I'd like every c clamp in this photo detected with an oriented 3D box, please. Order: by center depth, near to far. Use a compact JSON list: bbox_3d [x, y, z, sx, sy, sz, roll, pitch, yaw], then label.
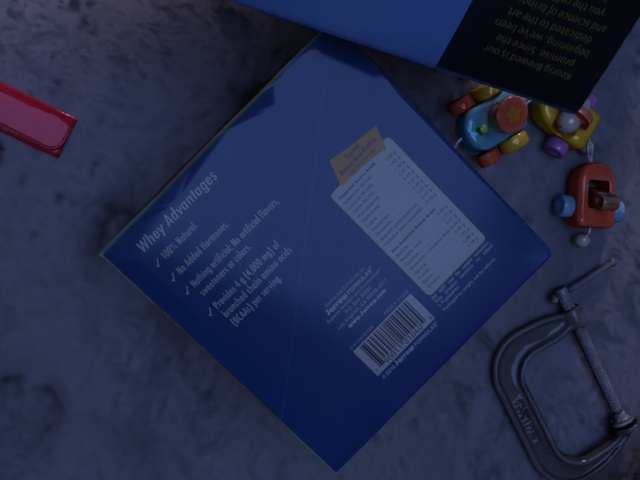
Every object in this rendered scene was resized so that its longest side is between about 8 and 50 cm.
[{"bbox_3d":[0.212,0.114,0.695,0.137,0.022,0.161,-22,96,-11],"label":"c clamp"}]

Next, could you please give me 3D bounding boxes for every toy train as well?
[{"bbox_3d":[0.175,-0.064,0.664,0.166,0.046,0.125,8,88,-16],"label":"toy train"}]

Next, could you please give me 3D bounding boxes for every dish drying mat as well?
[{"bbox_3d":[-0.219,-0.091,0.603,0.083,0.008,0.032,26,85,-11],"label":"dish drying mat"}]

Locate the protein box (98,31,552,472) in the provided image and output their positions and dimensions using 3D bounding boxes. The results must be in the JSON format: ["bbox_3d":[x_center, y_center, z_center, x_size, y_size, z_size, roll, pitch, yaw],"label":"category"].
[{"bbox_3d":[0.000,0.000,0.577,0.201,0.136,0.200,45,90,-10],"label":"protein box"}]

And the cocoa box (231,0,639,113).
[{"bbox_3d":[0.027,-0.259,0.483,0.347,0.231,0.228,14,124,-19],"label":"cocoa box"}]
